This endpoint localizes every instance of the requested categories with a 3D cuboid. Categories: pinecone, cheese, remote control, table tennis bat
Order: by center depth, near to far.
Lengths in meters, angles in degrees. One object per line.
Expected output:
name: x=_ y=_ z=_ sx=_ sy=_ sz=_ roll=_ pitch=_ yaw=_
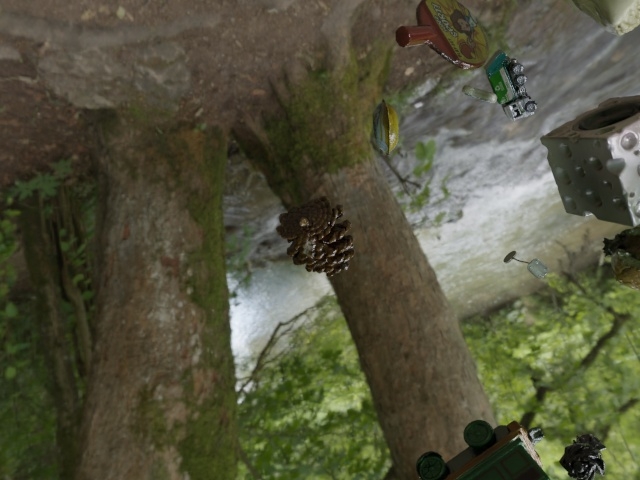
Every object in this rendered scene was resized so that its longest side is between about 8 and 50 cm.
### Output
pinecone: x=-0.001 y=0.002 z=1.321 sx=0.168 sy=0.185 sz=0.212 roll=-42 pitch=134 yaw=-30
table tennis bat: x=0.368 y=-0.622 z=1.537 sx=0.415 sy=0.268 sz=0.051 roll=-23 pitch=172 yaw=-39
cheese: x=0.200 y=-0.340 z=1.599 sx=0.069 sy=0.177 sz=0.270 roll=-6 pitch=175 yaw=2
remote control: x=0.562 y=-0.517 z=1.817 sx=0.074 sy=0.122 sz=0.032 roll=-16 pitch=129 yaw=-64

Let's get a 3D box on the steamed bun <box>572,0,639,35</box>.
steamed bun: x=0.568 y=-0.538 z=0.904 sx=0.289 sy=0.203 sz=0.276 roll=-52 pitch=162 yaw=27

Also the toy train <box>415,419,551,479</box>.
toy train: x=0.412 y=0.630 z=1.293 sx=0.429 sy=0.249 sz=0.178 roll=-34 pitch=113 yaw=-3

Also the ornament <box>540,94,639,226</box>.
ornament: x=0.756 y=-0.208 z=1.291 sx=0.240 sy=0.239 sz=0.239 roll=-29 pitch=-163 yaw=-7

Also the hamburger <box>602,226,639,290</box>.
hamburger: x=0.876 y=0.059 z=1.282 sx=0.309 sy=0.132 sz=0.211 roll=1 pitch=155 yaw=23

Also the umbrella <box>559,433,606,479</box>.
umbrella: x=0.824 y=0.657 z=1.592 sx=0.118 sy=0.118 sz=0.340 roll=-28 pitch=160 yaw=25

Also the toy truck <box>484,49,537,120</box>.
toy truck: x=0.680 y=-0.558 z=1.844 sx=0.124 sy=0.114 sz=0.253 roll=-21 pitch=113 yaw=21

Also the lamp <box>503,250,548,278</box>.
lamp: x=0.619 y=0.070 z=1.565 sx=0.050 sy=0.056 sz=0.198 roll=-50 pitch=-173 yaw=3
